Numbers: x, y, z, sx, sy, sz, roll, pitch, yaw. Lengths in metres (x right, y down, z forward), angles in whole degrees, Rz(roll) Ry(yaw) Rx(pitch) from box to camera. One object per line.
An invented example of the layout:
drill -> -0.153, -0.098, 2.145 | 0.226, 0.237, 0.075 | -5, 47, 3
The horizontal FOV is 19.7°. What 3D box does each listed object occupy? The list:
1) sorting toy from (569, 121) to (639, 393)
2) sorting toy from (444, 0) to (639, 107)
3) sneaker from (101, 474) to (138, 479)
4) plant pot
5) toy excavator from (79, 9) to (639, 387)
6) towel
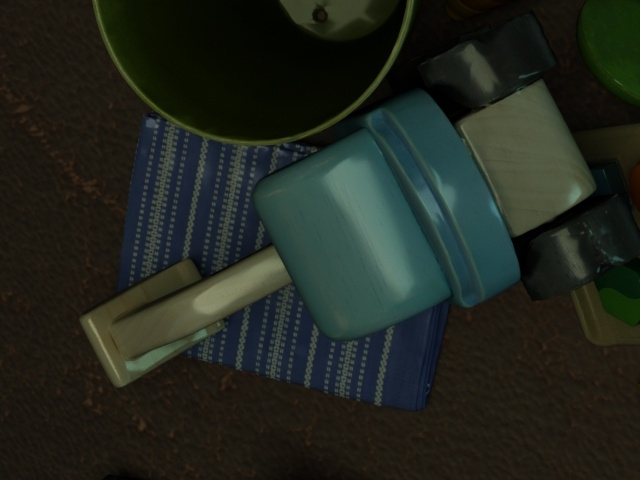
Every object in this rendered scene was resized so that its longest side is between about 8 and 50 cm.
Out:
sorting toy -> 0.308, 0.043, 1.644 | 0.229, 0.041, 0.307 | -7, 107, 51
sorting toy -> 0.241, -0.160, 1.674 | 0.365, 0.127, 0.126 | 43, 136, 2
sneaker -> -0.177, 0.293, 1.849 | 0.283, 0.107, 0.124 | -13, 90, 17
plant pot -> -0.019, -0.236, 1.614 | 0.275, 0.293, 0.274 | 3, 101, 15
toy excavator -> 0.000, 0.000, 1.628 | 0.445, 0.433, 0.222 | -26, 95, -7
towel -> -0.033, 0.018, 1.802 | 0.336, 0.040, 0.243 | 14, 105, 14
